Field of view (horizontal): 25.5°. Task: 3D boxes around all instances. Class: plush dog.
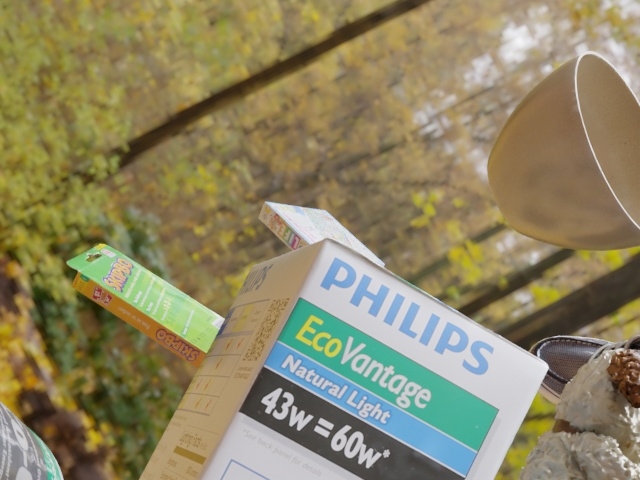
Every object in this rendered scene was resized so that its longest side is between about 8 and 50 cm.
[{"bbox_3d":[0.278,0.217,1.421,0.211,0.225,0.262,21,-17,7],"label":"plush dog"}]

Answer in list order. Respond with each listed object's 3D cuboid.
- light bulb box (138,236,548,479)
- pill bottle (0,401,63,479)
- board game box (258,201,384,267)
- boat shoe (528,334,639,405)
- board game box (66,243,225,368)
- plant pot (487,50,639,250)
[{"bbox_3d":[-0.022,0.217,1.282,0.225,0.361,0.358,30,-11,-9],"label":"light bulb box"},{"bbox_3d":[-0.372,0.247,1.391,0.204,0.204,0.361,59,-5,25],"label":"pill bottle"},{"bbox_3d":[0.000,0.000,1.846,0.154,0.103,0.026,44,-63,48],"label":"board game box"},{"bbox_3d":[0.429,0.177,1.989,0.341,0.127,0.158,16,-32,35],"label":"boat shoe"},{"bbox_3d":[-0.230,0.093,1.980,0.259,0.039,0.124,34,20,7],"label":"board game box"},{"bbox_3d":[0.351,-0.101,2.011,0.284,0.191,0.284,35,43,-41],"label":"plant pot"}]
